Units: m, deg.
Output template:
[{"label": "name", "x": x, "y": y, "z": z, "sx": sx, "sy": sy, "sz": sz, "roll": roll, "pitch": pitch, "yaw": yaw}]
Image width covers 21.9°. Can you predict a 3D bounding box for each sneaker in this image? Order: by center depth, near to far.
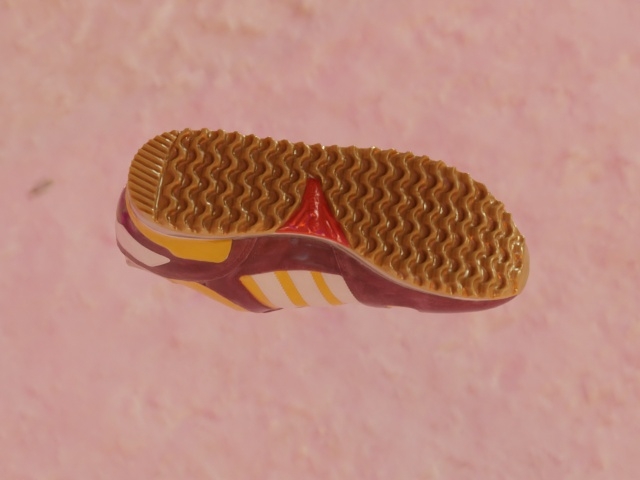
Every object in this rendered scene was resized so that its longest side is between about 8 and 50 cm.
[{"label": "sneaker", "x": 0.000, "y": 0.000, "z": 0.750, "sx": 0.185, "sy": 0.084, "sz": 0.070, "roll": 14, "pitch": 63, "yaw": -7}]
